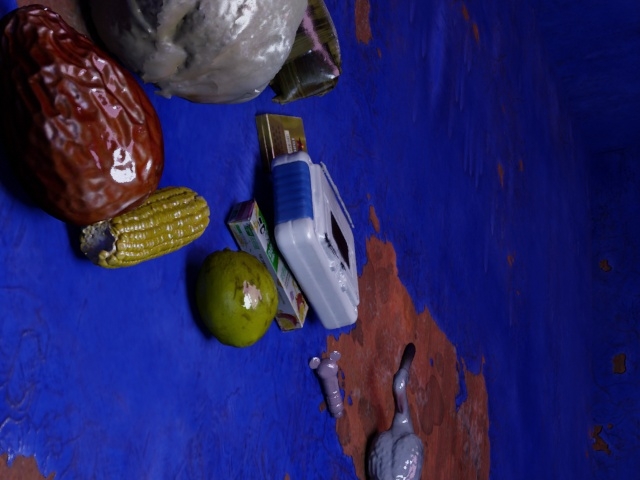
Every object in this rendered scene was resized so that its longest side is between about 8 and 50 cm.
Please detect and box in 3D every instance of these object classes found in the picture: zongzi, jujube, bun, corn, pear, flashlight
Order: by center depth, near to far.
[{"bbox_3d":[-0.262,-0.131,1.347,0.236,0.168,0.168,61,25,-5],"label":"jujube"},{"bbox_3d":[-0.204,-0.017,1.508,0.238,0.080,0.080,-22,101,-64],"label":"corn"},{"bbox_3d":[-0.149,-0.271,1.564,0.281,0.281,0.205,-4,109,-67],"label":"bun"},{"bbox_3d":[-0.108,0.072,1.658,0.107,0.107,0.131,-11,95,-67],"label":"pear"},{"bbox_3d":[-0.053,-0.358,1.965,0.288,0.134,0.286,-60,132,-76],"label":"zongzi"},{"bbox_3d":[0.015,0.222,1.974,0.031,0.052,0.110,-136,-150,-65],"label":"flashlight"}]

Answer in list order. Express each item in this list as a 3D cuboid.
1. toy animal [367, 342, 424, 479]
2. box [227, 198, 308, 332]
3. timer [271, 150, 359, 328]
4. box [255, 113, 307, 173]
[{"bbox_3d":[0.126,0.350,2.102,0.195,0.090,0.324,-42,128,-71],"label":"toy animal"},{"bbox_3d":[-0.074,0.038,1.830,0.050,0.041,0.207,-72,145,-50],"label":"box"},{"bbox_3d":[0.000,0.000,1.916,0.253,0.078,0.178,63,17,-51],"label":"timer"},{"bbox_3d":[-0.056,-0.146,1.973,0.133,0.023,0.090,-6,88,-67],"label":"box"}]
